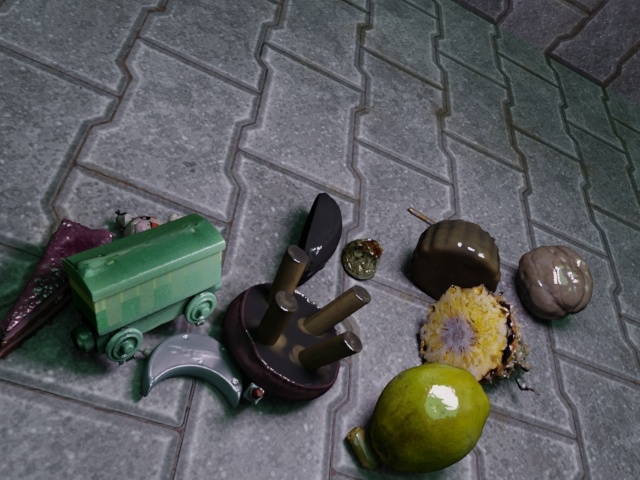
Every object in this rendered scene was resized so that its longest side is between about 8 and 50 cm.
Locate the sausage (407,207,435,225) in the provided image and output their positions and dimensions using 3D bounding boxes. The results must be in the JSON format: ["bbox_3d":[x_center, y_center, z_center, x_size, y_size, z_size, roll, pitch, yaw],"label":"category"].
[{"bbox_3d":[0.291,-0.069,1.783,0.100,0.015,0.015,30,45,-10],"label":"sausage"}]

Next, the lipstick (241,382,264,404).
[{"bbox_3d":[-0.122,0.284,1.147,0.030,0.129,0.030,37,71,-4],"label":"lipstick"}]

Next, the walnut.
[{"bbox_3d":[0.657,0.114,1.754,0.224,0.224,0.224,18,48,-21],"label":"walnut"}]

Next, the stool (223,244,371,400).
[{"bbox_3d":[-0.038,0.163,1.237,0.272,0.178,0.272,27,34,-20],"label":"stool"}]

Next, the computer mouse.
[{"bbox_3d":[0.000,0.000,1.447,0.086,0.138,0.270,22,45,-5],"label":"computer mouse"}]

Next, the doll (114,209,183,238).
[{"bbox_3d":[-0.320,0.003,1.264,0.192,0.095,0.149,8,46,-26],"label":"doll"}]

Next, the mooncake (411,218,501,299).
[{"bbox_3d":[0.346,0.053,1.574,0.228,0.228,0.124,31,48,-9],"label":"mooncake"}]

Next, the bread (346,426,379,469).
[{"bbox_3d":[0.086,0.419,1.248,0.049,0.033,0.088,-11,66,-55],"label":"bread"}]

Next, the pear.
[{"bbox_3d":[0.221,0.357,1.262,0.269,0.212,0.212,-21,69,-24],"label":"pear"}]

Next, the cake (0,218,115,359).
[{"bbox_3d":[-0.482,0.076,1.087,0.112,0.116,0.295,29,42,-5],"label":"cake"}]

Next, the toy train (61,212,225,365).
[{"bbox_3d":[-0.303,0.083,1.110,0.300,0.202,0.120,-24,46,-37],"label":"toy train"}]

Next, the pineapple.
[{"bbox_3d":[0.418,0.256,1.492,0.271,0.262,0.263,26,43,-40],"label":"pineapple"}]

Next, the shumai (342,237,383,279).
[{"bbox_3d":[0.115,0.029,1.537,0.099,0.087,0.124,28,44,-10],"label":"shumai"}]

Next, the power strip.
[{"bbox_3d":[-0.250,0.237,1.160,0.216,0.044,0.137,16,48,-23],"label":"power strip"}]
